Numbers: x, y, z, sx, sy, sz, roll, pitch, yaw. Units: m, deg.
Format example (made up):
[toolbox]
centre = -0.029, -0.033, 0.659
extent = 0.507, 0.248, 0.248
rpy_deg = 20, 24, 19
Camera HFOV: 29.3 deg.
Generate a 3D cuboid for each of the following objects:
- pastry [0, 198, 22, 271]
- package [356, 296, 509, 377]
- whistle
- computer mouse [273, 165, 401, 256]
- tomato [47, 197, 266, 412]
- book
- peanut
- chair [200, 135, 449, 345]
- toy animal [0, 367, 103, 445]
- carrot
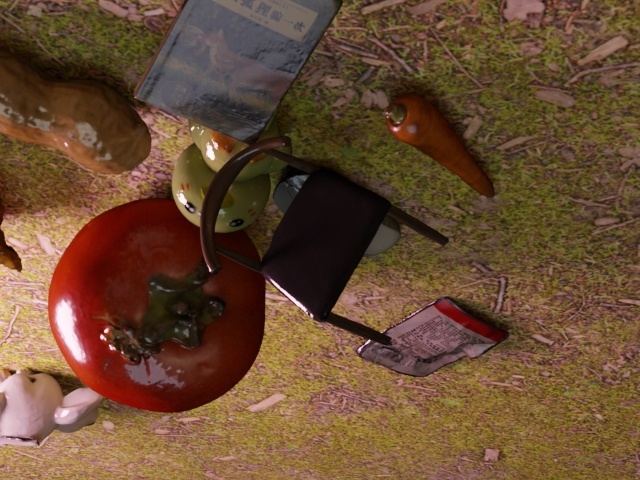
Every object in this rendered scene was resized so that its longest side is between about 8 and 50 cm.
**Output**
[pastry]
centre = -0.576, -0.040, 1.802
extent = 0.235, 0.132, 0.240
rpy_deg = -5, 154, 5
[package]
centre = 0.187, 0.172, 2.048
extent = 0.154, 0.030, 0.239
rpy_deg = 26, 144, -26
[whistle]
centre = -0.112, -0.107, 1.565
extent = 0.141, 0.141, 0.294
rpy_deg = 14, 147, -10
[computer mouse]
centre = 0.023, -0.032, 1.718
extent = 0.229, 0.068, 0.113
rpy_deg = 31, 140, -33
[tomato]
centre = -0.236, 0.094, 1.785
extent = 0.321, 0.322, 0.321
rpy_deg = 6, 149, 4
[book]
centre = -0.097, -0.222, 1.408
extent = 0.160, 0.024, 0.228
rpy_deg = 22, 126, -21
[peanut]
centre = -0.336, -0.166, 1.556
extent = 0.263, 0.101, 0.117
rpy_deg = 20, 122, -15
[chair]
centre = 0.000, 0.000, 1.528
extent = 0.272, 0.188, 0.166
rpy_deg = 25, -175, -45
[toy animal]
centre = -0.592, 0.331, 2.371
extent = 0.325, 0.154, 0.208
rpy_deg = 10, 155, -12
[carrot]
centre = 0.163, -0.119, 1.564
extent = 0.061, 0.061, 0.256
rpy_deg = -17, 148, 34
